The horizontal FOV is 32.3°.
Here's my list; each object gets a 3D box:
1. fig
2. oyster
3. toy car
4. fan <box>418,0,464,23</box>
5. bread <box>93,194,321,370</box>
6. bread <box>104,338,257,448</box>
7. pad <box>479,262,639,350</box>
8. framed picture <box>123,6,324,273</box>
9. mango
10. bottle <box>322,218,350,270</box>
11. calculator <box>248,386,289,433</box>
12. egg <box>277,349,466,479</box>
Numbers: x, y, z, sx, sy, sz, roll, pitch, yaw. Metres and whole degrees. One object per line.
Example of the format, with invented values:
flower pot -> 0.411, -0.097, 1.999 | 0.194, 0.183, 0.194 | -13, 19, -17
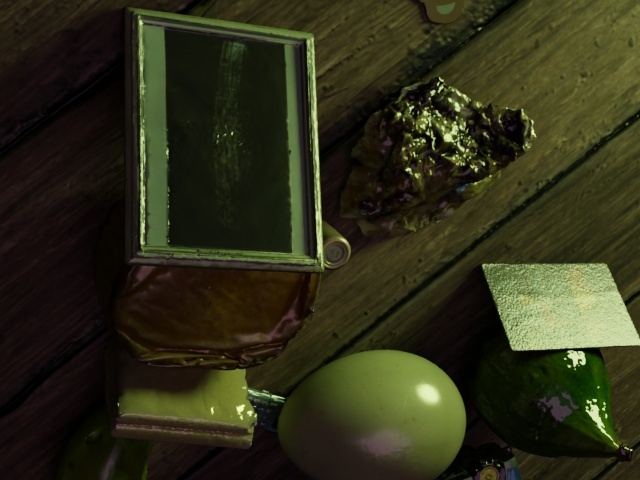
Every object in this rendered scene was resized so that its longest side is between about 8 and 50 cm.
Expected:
fig -> 0.323, 0.220, 1.509 | 0.203, 0.235, 0.203 | -11, 120, -19
oyster -> 0.138, -0.090, 1.392 | 0.214, 0.083, 0.223 | 13, 113, -24
toy car -> 0.186, 0.348, 1.502 | 0.191, 0.097, 0.100 | -19, 97, -12
fan -> 0.122, -0.369, 1.302 | 0.227, 0.008, 0.152 | 35, 97, -31
bread -> -0.133, 0.038, 1.299 | 0.253, 0.142, 0.227 | 10, 107, -28
bread -> -0.173, 0.184, 1.348 | 0.178, 0.139, 0.060 | 8, 135, -26
pad -> 0.331, 0.088, 1.520 | 0.211, 0.143, 0.003 | 0, 145, -23
framed picture -> -0.104, -0.111, 1.221 | 0.231, 0.018, 0.293 | 3, 75, -23
mango -> -0.265, 0.272, 1.371 | 0.178, 0.100, 0.119 | -65, 155, 3
bottle -> 0.000, 0.000, 1.360 | 0.045, 0.096, 0.045 | -8, 114, -19
calculator -> -0.079, 0.225, 1.472 | 0.172, 0.018, 0.057 | 21, 104, -30
egg -> 0.067, 0.236, 1.435 | 0.254, 0.188, 0.188 | 1, 111, -21
